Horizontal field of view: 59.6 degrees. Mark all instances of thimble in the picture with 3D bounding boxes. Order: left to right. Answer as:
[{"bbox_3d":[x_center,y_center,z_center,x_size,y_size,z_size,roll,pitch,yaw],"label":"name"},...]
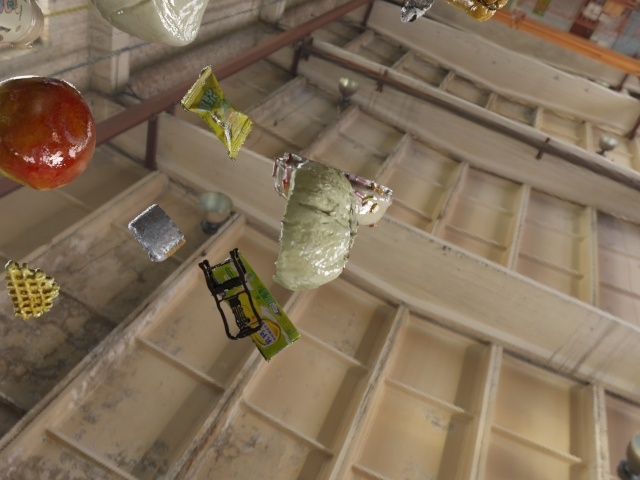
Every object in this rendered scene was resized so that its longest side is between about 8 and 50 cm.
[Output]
[{"bbox_3d":[-0.494,-0.019,1.683,0.118,0.127,0.151,-41,-76,-20],"label":"thimble"}]

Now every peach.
[{"bbox_3d":[-0.802,-0.316,1.599,0.308,0.308,0.332,16,-107,-4],"label":"peach"}]

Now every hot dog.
[{"bbox_3d":[0.320,-0.556,1.209,0.072,0.109,0.269,36,-160,-39],"label":"hot dog"}]

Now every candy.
[{"bbox_3d":[-0.341,-0.424,1.882,0.081,0.297,0.187,6,-120,32],"label":"candy"}]

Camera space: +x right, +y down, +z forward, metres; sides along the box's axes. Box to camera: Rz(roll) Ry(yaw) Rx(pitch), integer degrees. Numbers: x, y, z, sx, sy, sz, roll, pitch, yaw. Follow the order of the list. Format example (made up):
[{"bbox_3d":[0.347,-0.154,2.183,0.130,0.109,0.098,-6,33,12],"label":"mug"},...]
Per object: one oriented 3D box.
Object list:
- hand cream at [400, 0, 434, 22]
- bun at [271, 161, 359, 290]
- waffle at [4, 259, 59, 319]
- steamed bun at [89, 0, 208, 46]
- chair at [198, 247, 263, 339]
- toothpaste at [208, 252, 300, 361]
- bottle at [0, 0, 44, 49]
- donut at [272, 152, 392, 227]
[{"bbox_3d":[0.312,-0.740,1.690,0.084,0.050,0.257,33,-112,1],"label":"hand cream"},{"bbox_3d":[-0.005,-0.018,1.085,0.152,0.259,0.259,9,-143,-5],"label":"bun"},{"bbox_3d":[-0.789,0.138,1.488,0.160,0.192,0.046,30,-151,-36],"label":"waffle"},{"bbox_3d":[-0.307,-0.551,0.951,0.247,0.383,0.236,28,-163,27],"label":"steamed bun"},{"bbox_3d":[-0.236,0.144,1.506,0.106,0.229,0.113,-21,-179,-2],"label":"chair"},{"bbox_3d":[-0.202,0.196,1.680,0.327,0.110,0.077,53,-162,6],"label":"toothpaste"},{"bbox_3d":[-0.463,-0.333,0.771,0.097,0.110,0.209,-5,-170,-1],"label":"bottle"},{"bbox_3d":[0.031,-0.149,1.680,0.382,0.142,0.382,19,-174,-2],"label":"donut"}]
